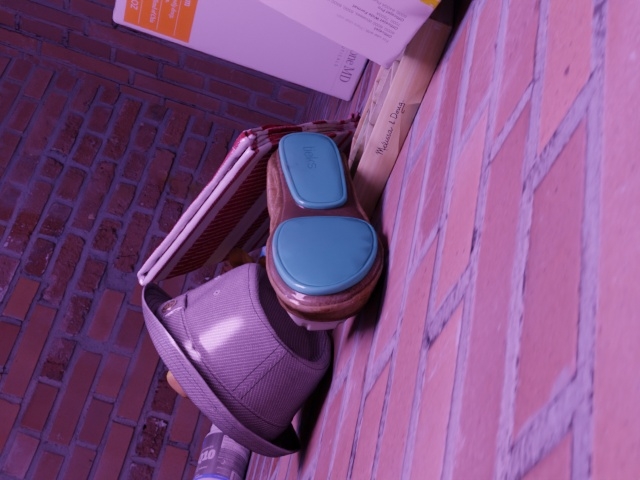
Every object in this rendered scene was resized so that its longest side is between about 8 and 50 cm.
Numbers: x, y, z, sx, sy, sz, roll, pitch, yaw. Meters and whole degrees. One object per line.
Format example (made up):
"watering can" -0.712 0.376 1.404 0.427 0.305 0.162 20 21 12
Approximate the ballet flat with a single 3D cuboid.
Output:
"ballet flat" -0.005 0.011 1.101 0.342 0.116 0.124 -105 15 -59

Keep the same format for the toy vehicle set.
"toy vehicle set" 0.084 -0.167 1.204 0.166 0.035 0.267 -79 9 -52

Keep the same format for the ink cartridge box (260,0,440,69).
"ink cartridge box" 0.060 -0.318 1.018 0.233 0.168 0.171 -51 19 43

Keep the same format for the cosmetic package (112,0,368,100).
"cosmetic package" -0.117 -0.436 1.915 0.230 0.453 0.161 115 171 -56

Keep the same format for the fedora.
"fedora" -0.074 0.107 1.184 0.124 0.244 0.275 -42 7 6

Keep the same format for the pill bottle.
"pill bottle" -0.154 0.349 1.729 0.137 0.078 0.078 -77 7 -45

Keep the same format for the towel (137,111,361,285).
"towel" -0.075 -0.058 1.361 0.237 0.037 0.329 -50 -13 24

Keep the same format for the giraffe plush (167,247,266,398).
"giraffe plush" -0.085 0.109 1.401 0.170 0.181 0.210 -51 35 42

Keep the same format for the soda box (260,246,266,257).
"soda box" -0.047 0.020 1.689 0.067 0.071 0.210 -53 12 21
